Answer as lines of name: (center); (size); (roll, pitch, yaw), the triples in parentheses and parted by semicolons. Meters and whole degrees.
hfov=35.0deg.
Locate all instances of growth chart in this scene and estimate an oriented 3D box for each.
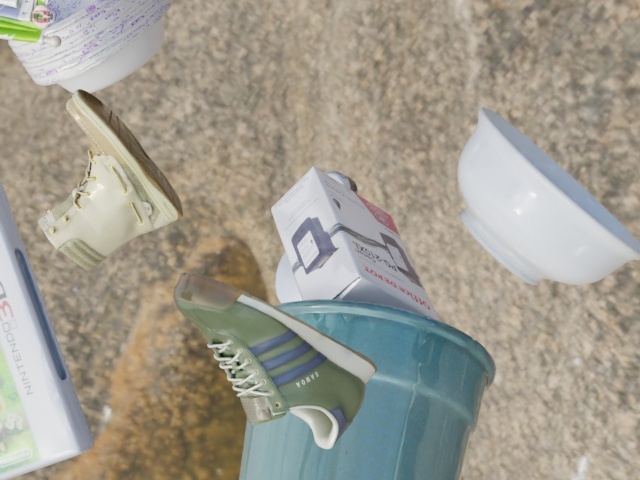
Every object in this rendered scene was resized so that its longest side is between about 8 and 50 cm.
growth chart: (-0.431, -0.380, 1.350); (0.021, 0.172, 0.237); (-68, -19, -74)

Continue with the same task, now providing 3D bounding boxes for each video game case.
video game case: (-0.280, 0.085, 0.703); (0.212, 0.023, 0.193); (-21, 87, 17)

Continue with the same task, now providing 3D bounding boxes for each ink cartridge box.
ink cartridge box: (0.046, 0.035, 1.394); (0.100, 0.172, 0.237); (-44, 40, 20)

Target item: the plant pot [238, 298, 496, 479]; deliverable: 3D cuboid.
plant pot: (0.036, 0.299, 1.295); (0.341, 0.341, 0.334); (-16, 53, 43)

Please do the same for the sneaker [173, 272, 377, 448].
sneaker: (-0.042, 0.103, 0.804); (0.064, 0.192, 0.086); (-6, 58, 57)

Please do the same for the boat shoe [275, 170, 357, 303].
boat shoe: (0.000, 0.000, 1.612); (0.080, 0.076, 0.229); (22, 99, 29)

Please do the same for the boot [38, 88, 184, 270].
boot: (-0.364, -0.087, 1.582); (0.203, 0.262, 0.095); (-31, 34, 7)

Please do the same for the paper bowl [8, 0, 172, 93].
paper bowl: (-0.391, -0.366, 1.790); (0.284, 0.148, 0.284); (-24, 27, 13)

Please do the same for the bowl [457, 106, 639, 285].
bowl: (0.284, -0.035, 1.371); (0.134, 0.298, 0.298); (-48, 42, 16)
